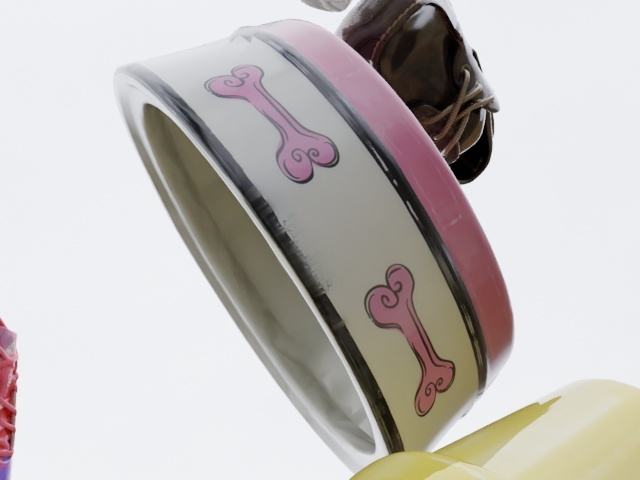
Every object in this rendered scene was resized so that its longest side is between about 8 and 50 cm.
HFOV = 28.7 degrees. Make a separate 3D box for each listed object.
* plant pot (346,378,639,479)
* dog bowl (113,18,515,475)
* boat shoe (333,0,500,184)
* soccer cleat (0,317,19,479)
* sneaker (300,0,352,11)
[{"bbox_3d":[0.136,0.216,0.786,0.239,0.254,0.254,-34,-33,-37],"label":"plant pot"},{"bbox_3d":[0.000,0.000,1.031,0.150,0.408,0.408,-33,-39,-13],"label":"dog bowl"},{"bbox_3d":[0.113,-0.147,1.200,0.132,0.130,0.355,-48,-19,1],"label":"boat shoe"},{"bbox_3d":[-0.362,0.153,1.311,0.116,0.318,0.108,-18,-8,-3],"label":"soccer cleat"},{"bbox_3d":[-0.052,-0.387,1.523,0.235,0.153,0.094,17,-21,-1],"label":"sneaker"}]
